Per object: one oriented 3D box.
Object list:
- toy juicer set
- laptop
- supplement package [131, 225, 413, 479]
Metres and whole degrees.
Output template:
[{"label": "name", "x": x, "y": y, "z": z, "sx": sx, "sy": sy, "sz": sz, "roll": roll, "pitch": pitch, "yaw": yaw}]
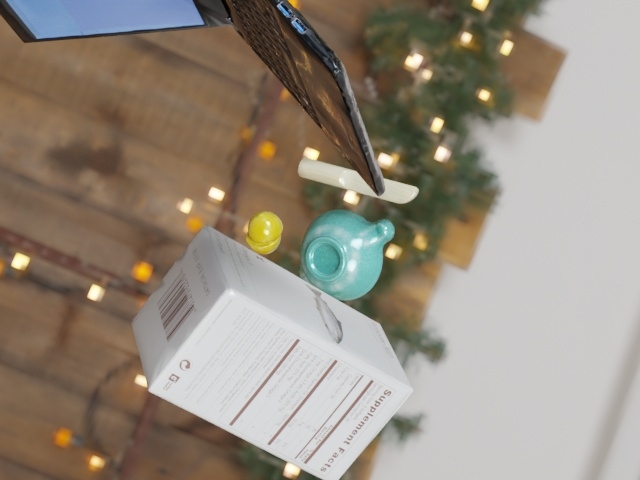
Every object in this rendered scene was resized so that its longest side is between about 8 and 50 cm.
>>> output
[{"label": "toy juicer set", "x": 0.000, "y": 0.000, "z": 2.405, "sx": 0.089, "sy": 0.209, "sz": 0.329, "roll": -14, "pitch": 137, "yaw": -60}, {"label": "laptop", "x": -0.100, "y": -0.120, "z": 1.040, "sx": 0.136, "sy": 0.264, "sz": 0.234, "roll": -39, "pitch": 163, "yaw": -3}, {"label": "supplement package", "x": -0.038, "y": 0.088, "z": 1.254, "sx": 0.105, "sy": 0.179, "sz": 0.105, "roll": -52, "pitch": -152, "yaw": 14}]
